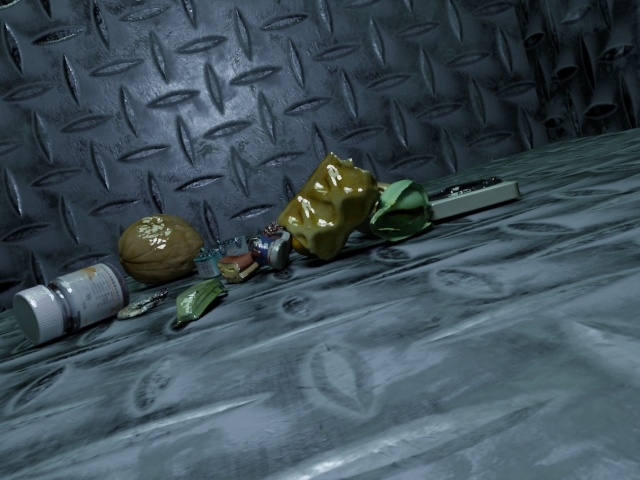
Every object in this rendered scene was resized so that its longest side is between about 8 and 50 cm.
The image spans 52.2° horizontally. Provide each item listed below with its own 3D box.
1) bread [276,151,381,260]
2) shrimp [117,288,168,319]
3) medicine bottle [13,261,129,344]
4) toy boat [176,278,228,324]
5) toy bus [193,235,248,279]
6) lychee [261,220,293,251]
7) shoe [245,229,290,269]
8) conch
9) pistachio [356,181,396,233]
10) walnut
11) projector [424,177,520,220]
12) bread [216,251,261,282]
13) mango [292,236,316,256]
[{"bbox_3d":[0.024,-0.089,1.737,0.252,0.196,0.238,-54,2,0],"label":"bread"},{"bbox_3d":[-0.486,0.184,1.825,0.161,0.034,0.091,-28,23,-32],"label":"shrimp"},{"bbox_3d":[-0.688,0.172,1.820,0.165,0.165,0.273,-11,7,44],"label":"medicine bottle"},{"bbox_3d":[-0.284,0.135,1.553,0.093,0.055,0.293,-19,5,6],"label":"toy boat"},{"bbox_3d":[-0.335,0.052,2.245,0.091,0.109,0.261,-12,9,23],"label":"toy bus"},{"bbox_3d":[-0.141,-0.006,2.197,0.123,0.129,0.123,21,4,-2],"label":"lychee"},{"bbox_3d":[-0.152,0.026,1.903,0.125,0.100,0.227,0,12,5],"label":"shoe"},{"bbox_3d":[0.221,-0.067,1.730,0.137,0.143,0.251,-31,17,20],"label":"conch"},{"bbox_3d":[0.174,-0.090,1.977,0.166,0.197,0.288,-59,23,-1],"label":"pistachio"},{"bbox_3d":[-0.598,0.035,2.471,0.312,0.252,0.277,-15,-8,-34],"label":"walnut"},{"bbox_3d":[0.422,-0.126,1.909,0.259,0.079,0.257,-15,5,2],"label":"projector"},{"bbox_3d":[-0.237,0.079,1.897,0.119,0.067,0.192,-4,10,20],"label":"bread"},{"bbox_3d":[-0.003,-0.001,1.919,0.163,0.090,0.111,-8,16,-7],"label":"mango"}]
